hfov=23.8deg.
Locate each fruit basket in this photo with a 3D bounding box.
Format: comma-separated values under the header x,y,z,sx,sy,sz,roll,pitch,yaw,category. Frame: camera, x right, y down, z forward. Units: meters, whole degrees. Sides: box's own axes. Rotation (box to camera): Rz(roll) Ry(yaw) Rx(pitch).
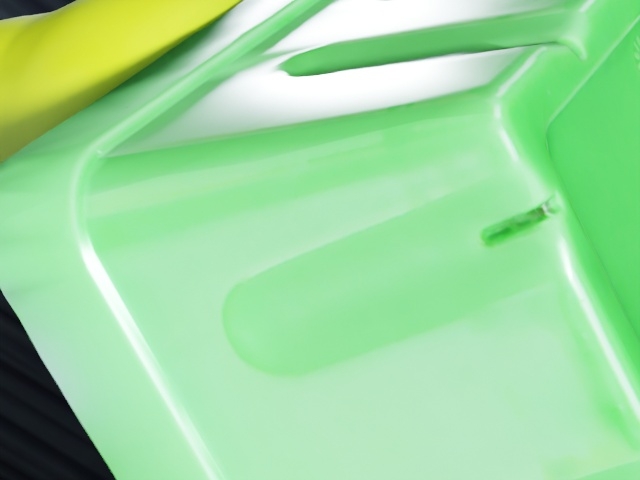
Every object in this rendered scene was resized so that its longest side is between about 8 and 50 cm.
x,y,z,sx,sy,sz,roll,pitch,yaw,category
0.000,0.000,0.631,0.392,0.283,0.392,-26,-167,7,fruit basket
